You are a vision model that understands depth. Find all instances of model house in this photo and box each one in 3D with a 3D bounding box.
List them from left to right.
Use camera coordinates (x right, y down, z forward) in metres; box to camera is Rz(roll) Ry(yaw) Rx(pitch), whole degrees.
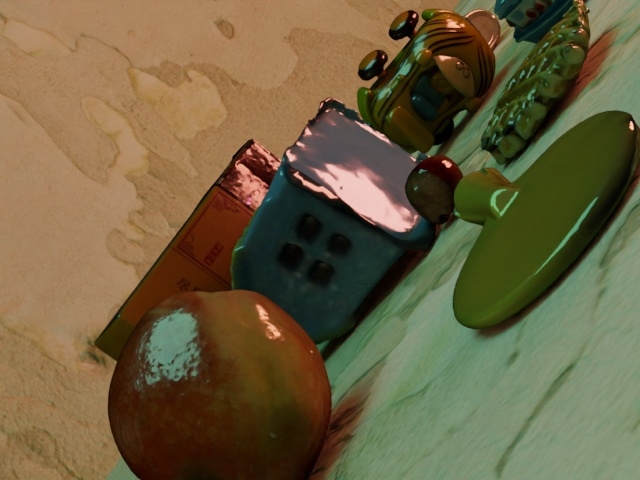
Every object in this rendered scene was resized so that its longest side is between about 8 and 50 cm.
[{"bbox_3d":[0.000,0.000,1.694,0.303,0.215,0.237,-53,4,34],"label":"model house"}]

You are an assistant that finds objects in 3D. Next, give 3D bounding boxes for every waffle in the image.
[{"bbox_3d":[0.262,-0.188,1.510,0.208,0.054,0.214,-53,6,33],"label":"waffle"}]

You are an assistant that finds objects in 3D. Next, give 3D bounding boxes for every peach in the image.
[{"bbox_3d":[-0.092,0.178,1.291,0.232,0.256,0.232,-16,-27,-9],"label":"peach"}]

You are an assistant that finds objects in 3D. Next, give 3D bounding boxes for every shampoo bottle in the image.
[{"bbox_3d":[0.269,-0.369,2.527,0.118,0.087,0.234,-53,5,-23],"label":"shampoo bottle"}]

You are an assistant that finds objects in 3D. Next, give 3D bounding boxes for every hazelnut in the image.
[{"bbox_3d":[0.147,-0.063,1.560,0.086,0.086,0.086,-51,5,6],"label":"hazelnut"}]

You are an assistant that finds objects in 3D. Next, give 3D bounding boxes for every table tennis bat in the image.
[{"bbox_3d":[0.181,-0.023,1.135,0.224,0.054,0.369,-53,9,1],"label":"table tennis bat"}]

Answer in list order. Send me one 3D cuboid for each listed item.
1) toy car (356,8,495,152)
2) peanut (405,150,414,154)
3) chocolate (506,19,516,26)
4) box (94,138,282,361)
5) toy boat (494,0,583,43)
[{"bbox_3d":[0.183,-0.257,2.055,0.248,0.200,0.142,-54,27,-1],"label":"toy car"},{"bbox_3d":[0.187,-0.256,2.272,0.256,0.123,0.123,-49,5,5],"label":"peanut"},{"bbox_3d":[0.364,-0.426,2.180,0.167,0.072,0.072,-53,4,-40],"label":"chocolate"},{"bbox_3d":[-0.113,0.068,1.895,0.116,0.264,0.415,-46,10,50],"label":"box"},{"bbox_3d":[0.345,-0.390,1.876,0.238,0.098,0.109,-44,27,56],"label":"toy boat"}]
